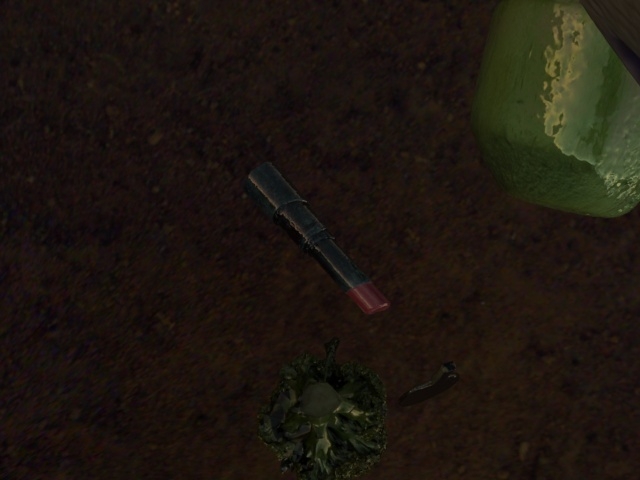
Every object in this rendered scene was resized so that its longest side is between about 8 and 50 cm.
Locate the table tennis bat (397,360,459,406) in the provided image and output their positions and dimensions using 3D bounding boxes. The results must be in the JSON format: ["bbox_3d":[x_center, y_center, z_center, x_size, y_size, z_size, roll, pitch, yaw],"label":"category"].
[{"bbox_3d":[0.163,0.209,1.282,0.095,0.158,0.014,-15,66,-18],"label":"table tennis bat"}]

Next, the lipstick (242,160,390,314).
[{"bbox_3d":[0.000,0.000,1.053,0.053,0.053,0.234,-30,65,-32],"label":"lipstick"}]

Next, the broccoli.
[{"bbox_3d":[0.005,0.169,0.849,0.131,0.120,0.130,-32,67,-7],"label":"broccoli"}]

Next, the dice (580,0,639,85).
[{"bbox_3d":[0.282,-0.132,0.418,0.251,0.243,0.259,31,27,-54],"label":"dice"}]

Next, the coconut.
[{"bbox_3d":[0.328,-0.194,1.076,0.328,0.281,0.328,-27,125,-45],"label":"coconut"}]
